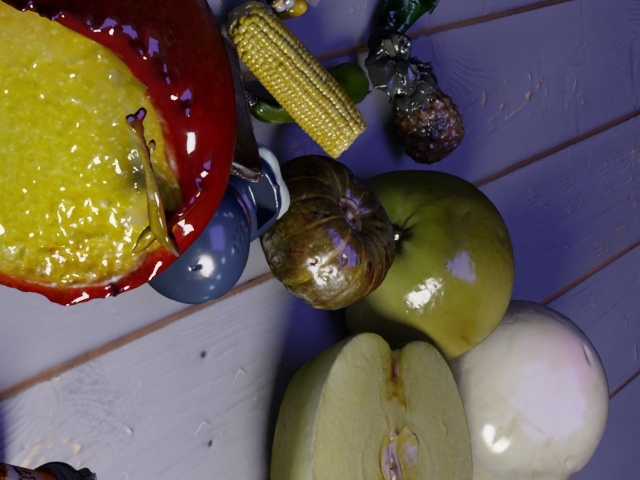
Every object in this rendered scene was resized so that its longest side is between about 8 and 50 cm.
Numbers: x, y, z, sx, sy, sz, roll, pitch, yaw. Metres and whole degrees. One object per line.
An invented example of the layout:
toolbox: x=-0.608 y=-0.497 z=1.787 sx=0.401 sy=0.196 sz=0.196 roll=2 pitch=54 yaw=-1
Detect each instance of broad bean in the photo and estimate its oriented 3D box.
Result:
broad bean: x=-0.016 y=-0.213 z=2.066 sx=0.318 sy=0.056 sz=0.098 roll=-4 pitch=95 yaw=-54

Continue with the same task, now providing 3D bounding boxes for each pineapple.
pineapple: x=0.141 y=-0.228 z=2.253 sx=0.111 sy=0.119 sz=0.237 roll=-35 pitch=127 yaw=-2

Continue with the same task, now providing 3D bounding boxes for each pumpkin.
pumpkin: x=0.000 y=0.000 z=2.014 sx=0.219 sy=0.162 sz=0.219 roll=38 pitch=36 yaw=-35

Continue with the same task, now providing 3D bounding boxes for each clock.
clock: x=-0.141 y=-0.028 z=1.813 sx=0.243 sy=0.146 sz=0.200 roll=-54 pitch=138 yaw=-51

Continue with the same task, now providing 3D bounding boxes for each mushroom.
mushroom: x=0.328 y=0.273 z=2.359 sx=0.356 sy=0.315 sz=0.315 roll=55 pitch=48 yaw=-39

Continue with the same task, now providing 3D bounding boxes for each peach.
peach: x=-0.254 y=-0.155 z=1.462 sx=0.310 sy=0.335 sz=0.406 roll=-76 pitch=146 yaw=-56

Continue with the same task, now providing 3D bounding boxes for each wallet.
wallet: x=-0.135 y=-0.182 z=1.814 sx=0.122 sy=0.031 sz=0.232 roll=26 pitch=41 yaw=-42

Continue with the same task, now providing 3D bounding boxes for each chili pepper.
chili pepper: x=0.139 y=-0.401 z=2.290 sx=0.108 sy=0.062 sz=0.216 roll=52 pitch=50 yaw=-36

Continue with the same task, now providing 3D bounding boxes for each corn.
corn: x=-0.033 y=-0.218 z=1.957 sx=0.248 sy=0.081 sz=0.081 roll=48 pitch=50 yaw=-21

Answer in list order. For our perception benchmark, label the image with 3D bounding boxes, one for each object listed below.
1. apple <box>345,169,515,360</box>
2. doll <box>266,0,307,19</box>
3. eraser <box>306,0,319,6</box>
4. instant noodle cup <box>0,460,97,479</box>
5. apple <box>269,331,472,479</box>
apple: x=0.171 y=0.038 z=2.197 sx=0.258 sy=0.233 sz=0.295 roll=46 pitch=51 yaw=-60
doll: x=-0.109 y=-0.396 z=1.879 sx=0.316 sy=0.103 sz=0.145 roll=46 pitch=50 yaw=-54
eraser: x=-0.026 y=-0.379 z=2.075 sx=0.027 sy=0.019 sz=0.099 roll=-58 pitch=137 yaw=-37
instant noodle cup: x=-0.342 y=0.300 z=1.513 sx=0.125 sy=0.177 sz=0.208 roll=30 pitch=98 yaw=-37
apple: x=0.081 y=0.311 z=2.035 sx=0.320 sy=0.311 sz=0.360 roll=131 pitch=-44 yaw=-81
